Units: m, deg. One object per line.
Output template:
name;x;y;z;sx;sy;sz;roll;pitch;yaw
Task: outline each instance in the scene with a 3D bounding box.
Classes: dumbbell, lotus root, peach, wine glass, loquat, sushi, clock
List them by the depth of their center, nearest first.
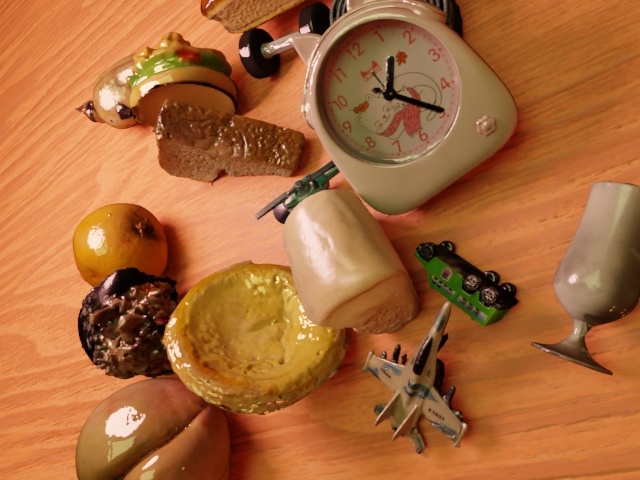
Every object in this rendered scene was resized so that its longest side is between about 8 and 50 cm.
wine glass;0.357;0.045;0.698;0.103;0.103;0.231;19;88;36
clock;0.111;-0.222;0.823;0.265;0.108;0.324;-35;100;28
peach;-0.296;0.393;1.003;0.292;0.247;0.292;-4;72;13
dumbbell;-0.064;-0.390;1.079;0.191;0.100;0.100;-7;77;34
sushi;-0.360;0.192;1.101;0.219;0.238;0.225;44;124;27
loquat;-0.437;0.017;1.207;0.208;0.208;0.208;-8;77;34
lotus root;-0.464;-0.360;1.336;0.257;0.140;0.154;-31;51;16

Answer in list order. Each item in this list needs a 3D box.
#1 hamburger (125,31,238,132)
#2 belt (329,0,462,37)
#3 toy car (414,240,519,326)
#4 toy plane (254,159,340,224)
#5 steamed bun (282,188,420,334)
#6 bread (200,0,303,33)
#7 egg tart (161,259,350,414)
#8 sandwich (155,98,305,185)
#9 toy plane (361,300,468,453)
hamburger;-0.289;-0.334;1.161;0.237;0.237;0.149;-21;70;31
belt;0.130;-0.355;0.924;0.206;0.116;0.267;-31;69;22
toy car;0.212;0.060;0.819;0.165;0.071;0.062;40;118;33
toy plane;-0.011;-0.099;0.993;0.235;0.096;0.060;-37;63;4
steamed bun;0.033;0.036;0.869;0.170;0.200;0.225;-32;59;8
bread;-0.081;-0.609;1.081;0.333;0.143;0.323;-18;62;29
egg tart;-0.108;0.170;0.938;0.315;0.315;0.120;42;145;33
sandwich;-0.192;-0.185;1.123;0.254;0.288;0.099;136;144;-74
toy plane;0.155;0.195;0.811;0.192;0.088;0.262;35;116;32
